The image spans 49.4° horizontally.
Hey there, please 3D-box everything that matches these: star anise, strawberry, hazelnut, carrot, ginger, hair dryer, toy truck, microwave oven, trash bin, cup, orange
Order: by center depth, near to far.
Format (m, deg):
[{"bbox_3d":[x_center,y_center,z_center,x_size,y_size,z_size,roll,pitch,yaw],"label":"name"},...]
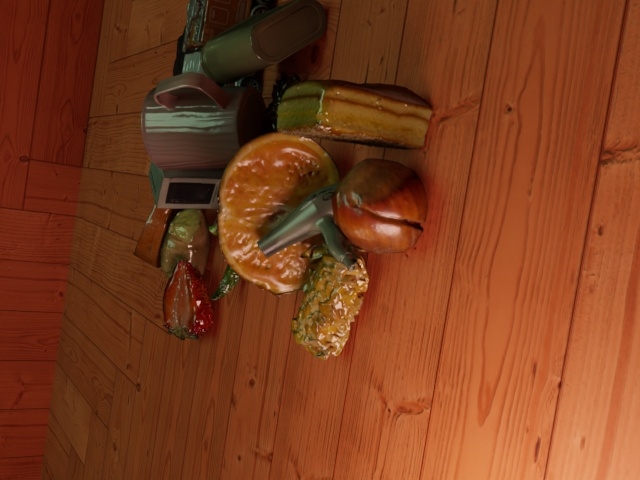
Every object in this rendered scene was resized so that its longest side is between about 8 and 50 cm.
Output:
[{"bbox_3d":[0.102,-0.059,1.254,0.182,0.182,0.182,-16,71,56],"label":"hazelnut"},{"bbox_3d":[-0.027,0.000,1.371,0.219,0.088,0.224,-20,45,23],"label":"hair dryer"},{"bbox_3d":[-0.088,-0.068,1.477,0.274,0.275,0.310,-125,29,-46],"label":"orange"},{"bbox_3d":[-0.135,-0.478,1.664,0.247,0.243,0.121,3,126,54],"label":"trash bin"},{"bbox_3d":[-0.092,-0.303,1.675,0.177,0.073,0.233,-55,24,36],"label":"star anise"},{"bbox_3d":[-0.294,-0.310,1.746,0.208,0.273,0.288,-65,-29,-51],"label":"cup"},{"bbox_3d":[-0.261,-0.556,1.874,0.173,0.207,0.387,17,99,57],"label":"toy truck"},{"bbox_3d":[-0.360,-0.175,1.947,0.162,0.208,0.122,66,146,39],"label":"microwave oven"},{"bbox_3d":[-0.381,0.170,1.993,0.175,0.098,0.228,-13,85,39],"label":"strawberry"},{"bbox_3d":[-0.395,0.015,2.038,0.152,0.138,0.267,-69,-9,-64],"label":"ginger"},{"bbox_3d":[-0.487,-0.069,2.146,0.258,0.100,0.307,-81,12,-59],"label":"carrot"}]

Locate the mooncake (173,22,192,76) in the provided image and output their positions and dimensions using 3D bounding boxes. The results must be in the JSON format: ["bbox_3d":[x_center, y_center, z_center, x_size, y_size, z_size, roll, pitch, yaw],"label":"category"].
[{"bbox_3d":[-0.358,-0.529,2.088,0.283,0.141,0.282,-20,66,57],"label":"mooncake"}]

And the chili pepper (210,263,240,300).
[{"bbox_3d":[-0.195,-0.002,1.792,0.085,0.077,0.358,-121,49,-70],"label":"chili pepper"}]

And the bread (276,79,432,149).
[{"bbox_3d":[0.060,-0.235,1.290,0.184,0.234,0.110,15,100,59],"label":"bread"}]

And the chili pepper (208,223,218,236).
[{"bbox_3d":[-0.250,-0.093,1.915,0.050,0.052,0.201,41,121,19],"label":"chili pepper"}]

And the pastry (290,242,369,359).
[{"bbox_3d":[0.019,0.109,1.409,0.154,0.103,0.249,45,123,53],"label":"pastry"}]
